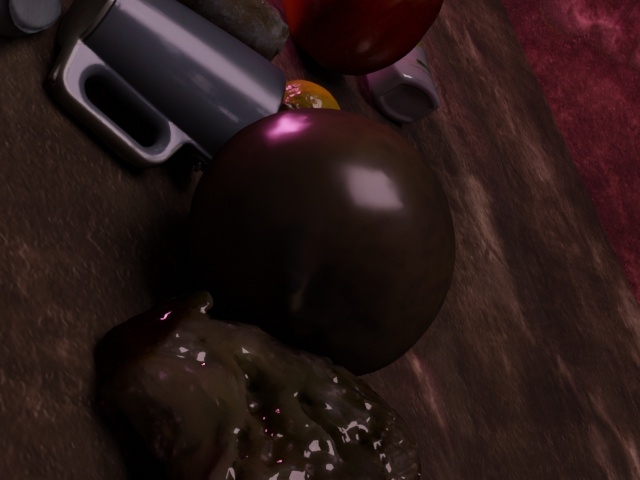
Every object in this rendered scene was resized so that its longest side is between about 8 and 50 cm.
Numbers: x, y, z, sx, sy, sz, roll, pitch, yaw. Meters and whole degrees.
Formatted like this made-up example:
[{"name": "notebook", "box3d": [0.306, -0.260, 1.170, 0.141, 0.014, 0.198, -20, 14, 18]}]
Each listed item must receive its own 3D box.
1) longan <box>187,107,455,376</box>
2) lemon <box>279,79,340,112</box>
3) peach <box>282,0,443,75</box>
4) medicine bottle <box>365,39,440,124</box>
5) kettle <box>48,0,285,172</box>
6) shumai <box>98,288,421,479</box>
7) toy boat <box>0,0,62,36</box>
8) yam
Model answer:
[{"name": "longan", "box3d": [0.000, 0.000, 1.234, 0.319, 0.319, 0.319, 42, 31, -34]}, {"name": "lemon", "box3d": [-0.025, -0.173, 1.594, 0.133, 0.109, 0.109, 25, 43, -56]}, {"name": "peach", "box3d": [0.075, -0.408, 1.828, 0.248, 0.274, 0.245, 51, 24, -8]}, {"name": "medicine bottle", "box3d": [0.131, -0.371, 2.081, 0.161, 0.111, 0.296, 31, 38, -47]}, {"name": "kettle", "box3d": [-0.190, -0.182, 1.298, 0.243, 0.160, 0.211, 34, 64, -32]}, {"name": "shumai", "box3d": [-0.060, 0.168, 1.062, 0.283, 0.217, 0.346, 61, 28, -1]}, {"name": "toy boat", "box3d": [-0.324, -0.282, 1.156, 0.078, 0.134, 0.208, 14, 16, 3]}, {"name": "yam", "box3d": [-0.148, -0.342, 1.564, 0.259, 0.093, 0.093, 31, 39, -47]}]
